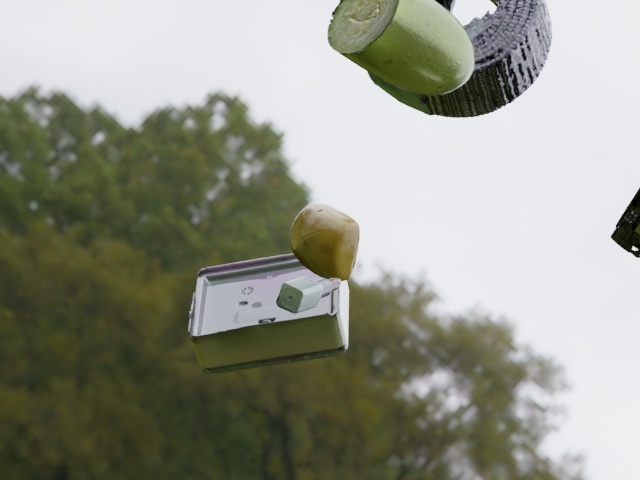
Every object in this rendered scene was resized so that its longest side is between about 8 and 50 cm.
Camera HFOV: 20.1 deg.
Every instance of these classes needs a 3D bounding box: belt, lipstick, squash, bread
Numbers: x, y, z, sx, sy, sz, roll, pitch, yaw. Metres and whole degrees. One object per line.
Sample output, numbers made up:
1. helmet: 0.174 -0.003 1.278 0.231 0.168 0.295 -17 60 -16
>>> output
1. belt: 0.174 -0.299 2.440 0.122 0.260 0.325 65 -1 -48
2. lipstick: -0.006 0.048 1.759 0.025 0.025 0.107 25 18 22
3. squash: 0.109 -0.236 2.157 0.186 0.123 0.123 27 0 -38
4. bread: 0.000 0.000 2.099 0.056 0.082 0.115 8 15 -27

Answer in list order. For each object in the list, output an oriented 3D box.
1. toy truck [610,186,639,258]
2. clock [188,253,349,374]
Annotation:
1. toy truck: 0.492 0.009 2.236 0.257 0.127 0.127 28 9 -37
2. clock: -0.063 0.088 2.281 0.147 0.192 0.071 -89 167 -55
